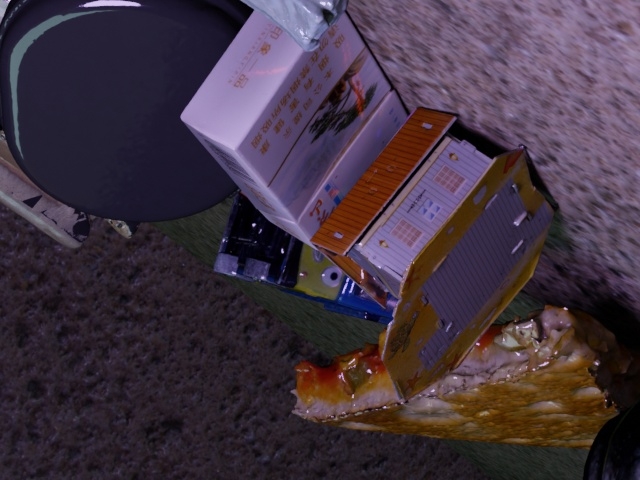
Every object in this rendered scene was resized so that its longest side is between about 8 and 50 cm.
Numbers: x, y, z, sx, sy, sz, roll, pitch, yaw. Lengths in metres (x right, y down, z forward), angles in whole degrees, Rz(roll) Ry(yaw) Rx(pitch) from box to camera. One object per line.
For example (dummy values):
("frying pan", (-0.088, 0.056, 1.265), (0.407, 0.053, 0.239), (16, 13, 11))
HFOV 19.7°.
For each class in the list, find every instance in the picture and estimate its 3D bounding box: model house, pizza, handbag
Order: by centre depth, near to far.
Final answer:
("model house", (0.077, 0.002, 1.578), (0.136, 0.219, 0.207), (36, 173, 28))
("handbag", (-0.161, -0.137, 1.645), (0.253, 0.093, 0.308), (5, 140, -3))
("pizza", (0.214, 0.126, 1.873), (0.439, 0.130, 0.406), (6, 161, -13))

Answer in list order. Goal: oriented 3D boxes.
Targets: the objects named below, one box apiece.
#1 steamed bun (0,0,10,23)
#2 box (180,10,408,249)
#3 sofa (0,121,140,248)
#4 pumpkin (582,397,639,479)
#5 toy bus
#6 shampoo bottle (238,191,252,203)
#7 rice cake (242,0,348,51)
("steamed bun", (-0.289, -0.268, 1.731), (0.228, 0.131, 0.177), (26, 178, 33))
("box", (-0.016, -0.102, 1.545), (0.067, 0.149, 0.233), (33, 173, 26))
("sofa", (-0.249, -0.140, 1.908), (0.200, 0.258, 0.182), (36, 159, -23))
("pumpkin", (0.386, 0.284, 1.737), (0.296, 0.296, 0.296), (33, 172, 5))
("toy bus", (0.000, 0.000, 2.003), (0.175, 0.138, 0.287), (18, 177, -17))
("shampoo bottle", (-0.034, -0.086, 1.804), (0.323, 0.129, 0.084), (36, 161, -6))
("rice cake", (-0.124, -0.256, 1.387), (0.336, 0.063, 0.066), (34, 164, 12))
